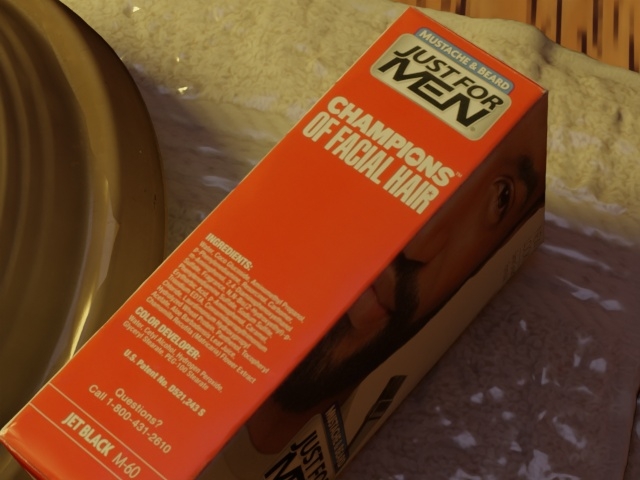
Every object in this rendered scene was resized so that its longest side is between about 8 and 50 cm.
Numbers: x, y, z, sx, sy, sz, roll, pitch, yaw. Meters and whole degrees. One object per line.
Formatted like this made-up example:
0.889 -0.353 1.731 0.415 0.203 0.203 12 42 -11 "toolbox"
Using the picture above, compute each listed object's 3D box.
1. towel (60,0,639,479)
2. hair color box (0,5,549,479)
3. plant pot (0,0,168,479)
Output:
0.000 0.000 0.553 0.282 0.049 0.187 15 63 16 "towel"
-0.005 0.025 0.460 0.053 0.093 0.167 35 72 22 "hair color box"
-0.176 -0.001 0.505 0.237 0.110 0.237 -10 65 22 "plant pot"
